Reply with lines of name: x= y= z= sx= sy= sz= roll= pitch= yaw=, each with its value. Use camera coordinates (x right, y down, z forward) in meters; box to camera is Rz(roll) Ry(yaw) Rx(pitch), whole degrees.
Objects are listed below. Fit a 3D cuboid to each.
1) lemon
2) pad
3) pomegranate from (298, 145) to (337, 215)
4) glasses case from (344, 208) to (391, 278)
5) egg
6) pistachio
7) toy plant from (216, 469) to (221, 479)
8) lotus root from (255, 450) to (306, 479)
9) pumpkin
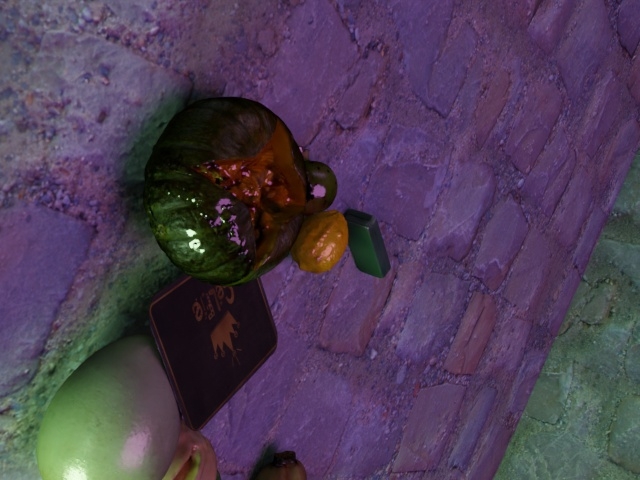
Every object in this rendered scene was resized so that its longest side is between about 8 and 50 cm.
lemon: x=0.000 y=0.000 z=1.607 sx=0.155 sy=0.114 sz=0.114 roll=-58 pitch=143 yaw=-20
pad: x=-0.164 y=0.119 z=1.360 sx=0.375 sy=0.063 sz=0.315 roll=-43 pitch=118 yaw=-63
pomegranate: x=-0.030 y=-0.110 z=1.518 sx=0.130 sy=0.130 sz=0.130 roll=-28 pitch=129 yaw=-42
glasses case: x=0.108 y=0.009 z=1.778 sx=0.039 sy=0.077 sz=0.184 roll=-51 pitch=141 yaw=-28
egg: x=-0.332 y=0.295 z=1.247 sx=0.218 sy=0.218 sz=0.295 roll=36 pitch=72 yaw=-53
pistachio: x=-0.306 y=0.460 z=1.390 sx=0.299 sy=0.187 sz=0.187 roll=-58 pitch=145 yaw=-32
toy plant: x=-0.278 y=0.571 z=1.518 sx=0.218 sy=0.175 sz=0.235 roll=-19 pitch=97 yaw=-39
lotus root: x=-0.087 y=0.618 z=1.800 sx=0.154 sy=0.140 sz=0.257 roll=-4 pitch=102 yaw=-37
pumpkin: x=-0.152 y=-0.082 z=1.270 sx=0.320 sy=0.192 sz=0.321 roll=-4 pitch=95 yaw=-55
